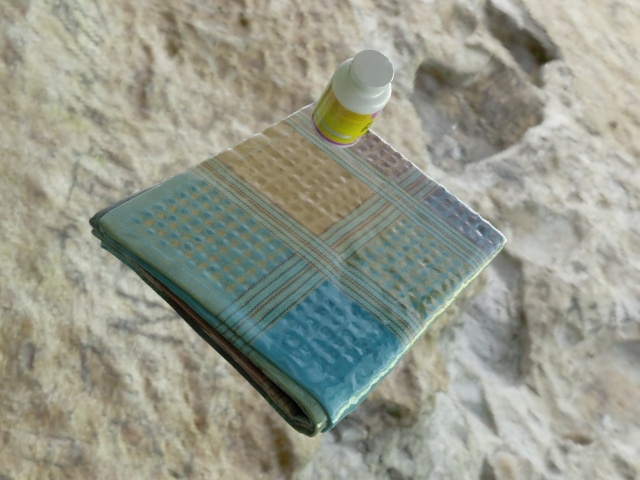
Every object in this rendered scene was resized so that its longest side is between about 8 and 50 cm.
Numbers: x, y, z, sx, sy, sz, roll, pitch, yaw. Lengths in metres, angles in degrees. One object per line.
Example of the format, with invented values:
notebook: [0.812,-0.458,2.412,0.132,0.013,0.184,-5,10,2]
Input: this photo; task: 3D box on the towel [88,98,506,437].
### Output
towel: [0.000,0.000,0.912,0.271,0.040,0.370,41,-139,11]

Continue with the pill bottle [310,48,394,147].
pill bottle: [0.024,-0.102,0.683,0.043,0.083,0.043,6,-112,-15]
